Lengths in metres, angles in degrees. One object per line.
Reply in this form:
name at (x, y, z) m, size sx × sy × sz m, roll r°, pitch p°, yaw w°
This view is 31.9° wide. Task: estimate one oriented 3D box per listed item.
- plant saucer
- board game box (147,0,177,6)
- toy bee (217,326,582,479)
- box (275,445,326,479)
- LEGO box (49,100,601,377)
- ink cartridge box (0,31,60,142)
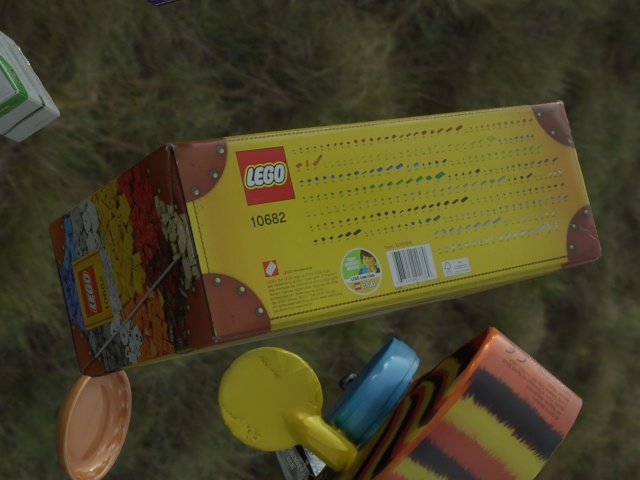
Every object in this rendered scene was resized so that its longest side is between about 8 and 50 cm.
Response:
plant saucer at (-0.372, 0.295, 1.815) m, size 0.200 × 0.037 × 0.200 m, roll 8°, pitch 90°, yaw -70°
board game box at (-0.091, -0.249, 0.923) m, size 0.136 × 0.201 × 0.035 m, roll 13°, pitch 70°, yaw -64°
toy bee at (0.035, 0.148, 0.596) m, size 0.162 × 0.195 × 0.298 m, roll -52°, pitch 158°, yaw -17°
box at (0.029, 0.192, 0.849) m, size 0.027 × 0.094 × 0.137 m, roll -44°, pitch 137°, yaw 18°
LEGO box at (0.000, 0.000, 1.281) m, size 0.500 × 0.372 × 0.193 m, roll -10°, pitch 84°, yaw -32°
ink cartridge box at (-0.487, -0.241, 1.670) m, size 0.087 × 0.153 × 0.208 m, roll -33°, pitch 174°, yaw 1°
